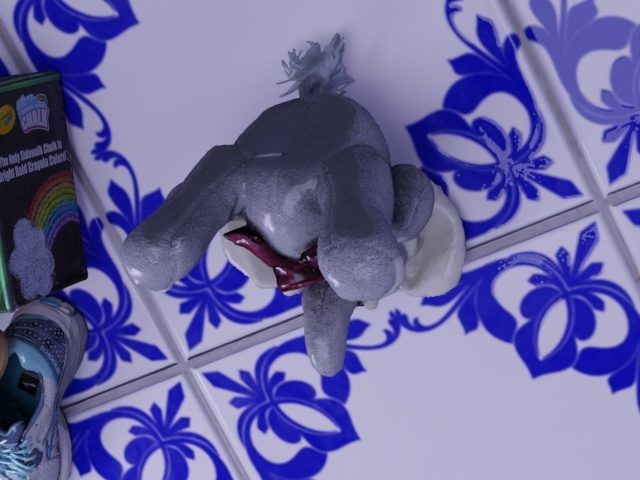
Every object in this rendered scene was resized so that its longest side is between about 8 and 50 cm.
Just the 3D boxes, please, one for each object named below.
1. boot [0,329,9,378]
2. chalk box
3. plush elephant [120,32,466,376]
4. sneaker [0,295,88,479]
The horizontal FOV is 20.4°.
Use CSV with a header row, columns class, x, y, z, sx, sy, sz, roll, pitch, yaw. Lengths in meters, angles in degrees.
class,x,y,z,sx,sy,sz,roll,pitch,yaw
boot,-0.463,0.197,1.846,0.104,0.211,0.295,51,127,37
chalk box,-0.369,-0.079,1.805,0.179,0.180,0.289,-5,98,19
plush elephant,0.000,0.000,1.704,0.271,0.330,0.255,-3,133,20
sneaker,-0.338,0.203,1.951,0.110,0.122,0.283,15,115,11
